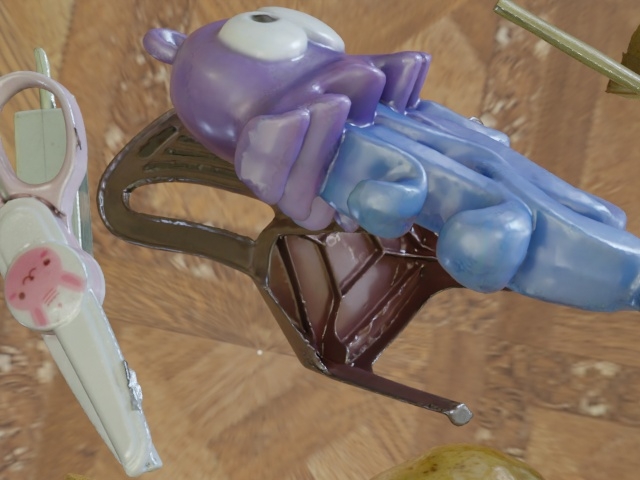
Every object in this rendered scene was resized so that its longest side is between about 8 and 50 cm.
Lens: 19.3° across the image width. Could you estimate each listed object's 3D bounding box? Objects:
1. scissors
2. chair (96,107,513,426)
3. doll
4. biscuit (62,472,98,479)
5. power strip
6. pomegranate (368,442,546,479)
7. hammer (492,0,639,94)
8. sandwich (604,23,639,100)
[{"bbox_3d":[-0.151,0.024,1.050,0.118,0.030,0.242,-31,74,9],"label":"scissors"},{"bbox_3d":[0.000,0.000,1.429,0.175,0.326,0.183,-45,123,-28],"label":"chair"},{"bbox_3d":[0.028,-0.026,0.619,0.206,0.110,0.067,28,110,15],"label":"doll"},{"bbox_3d":[-0.079,0.203,1.232,0.240,0.158,0.035,15,81,38],"label":"biscuit"},{"bbox_3d":[-0.174,-0.045,1.218,0.042,0.075,0.175,-6,73,-1],"label":"power strip"},{"bbox_3d":[0.119,0.326,1.668,0.307,0.307,0.307,0,87,-2],"label":"pomegranate"},{"bbox_3d":[0.196,-0.103,1.202,0.199,0.062,0.013,32,111,14],"label":"hammer"},{"bbox_3d":[0.296,-0.114,1.536,0.074,0.116,0.074,10,124,-27],"label":"sandwich"}]
